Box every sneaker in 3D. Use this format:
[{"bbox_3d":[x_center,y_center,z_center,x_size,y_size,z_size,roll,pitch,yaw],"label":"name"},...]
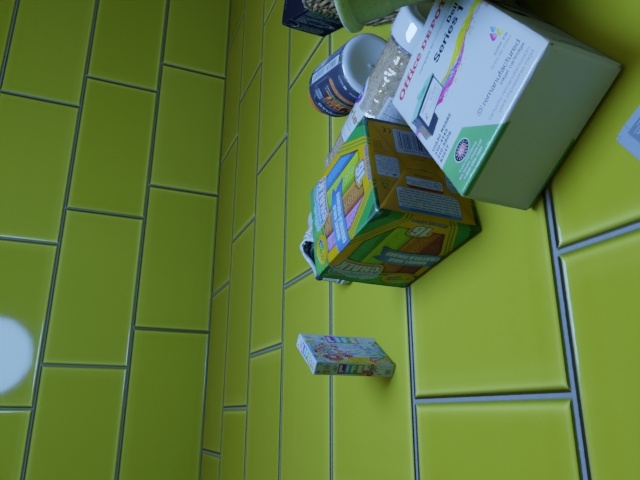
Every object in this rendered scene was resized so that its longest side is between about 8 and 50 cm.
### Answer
[{"bbox_3d":[0.000,0.000,1.251,0.258,0.091,0.094,-116,39,-53],"label":"sneaker"}]

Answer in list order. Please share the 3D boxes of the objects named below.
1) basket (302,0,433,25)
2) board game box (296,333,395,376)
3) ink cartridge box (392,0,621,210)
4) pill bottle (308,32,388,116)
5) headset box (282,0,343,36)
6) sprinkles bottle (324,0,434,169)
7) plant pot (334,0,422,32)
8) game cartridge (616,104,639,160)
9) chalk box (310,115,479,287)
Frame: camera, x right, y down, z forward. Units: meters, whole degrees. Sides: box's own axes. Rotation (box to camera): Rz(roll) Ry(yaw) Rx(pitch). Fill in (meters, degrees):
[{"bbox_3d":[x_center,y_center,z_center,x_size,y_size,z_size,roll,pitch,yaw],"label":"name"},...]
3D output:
[{"bbox_3d":[0.089,-0.556,1.055,0.299,0.213,0.223,-136,56,-63],"label":"basket"},{"bbox_3d":[0.044,0.208,0.991,0.103,0.154,0.026,-137,57,-63],"label":"board game box"},{"bbox_3d":[0.223,-0.206,0.738,0.278,0.117,0.201,-110,35,-50],"label":"ink cartridge box"},{"bbox_3d":[0.056,-0.342,1.177,0.245,0.130,0.130,179,98,-68],"label":"pill bottle"},{"bbox_3d":[0.021,-0.672,1.369,0.283,0.131,0.246,-152,70,-66],"label":"headset box"},{"bbox_3d":[0.124,-0.245,0.990,0.355,0.121,0.121,120,149,-44],"label":"sprinkles bottle"},{"bbox_3d":[0.150,-0.405,0.646,0.276,0.253,0.276,0,-90,-75],"label":"plant pot"},{"bbox_3d":[0.344,-0.123,0.551,0.056,0.017,0.083,-103,29,-48],"label":"game cartridge"},{"bbox_3d":[0.095,-0.036,0.919,0.289,0.180,0.179,128,144,-53],"label":"chalk box"}]
